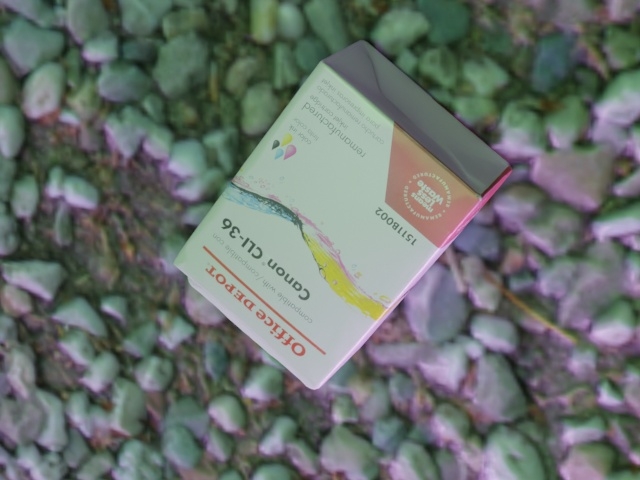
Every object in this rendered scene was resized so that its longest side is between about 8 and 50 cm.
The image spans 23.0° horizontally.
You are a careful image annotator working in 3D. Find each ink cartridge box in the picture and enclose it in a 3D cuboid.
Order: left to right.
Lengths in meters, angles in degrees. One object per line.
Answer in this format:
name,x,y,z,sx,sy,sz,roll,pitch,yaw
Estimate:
ink cartridge box,0.000,0.000,0.894,0.115,0.067,0.198,41,119,5
